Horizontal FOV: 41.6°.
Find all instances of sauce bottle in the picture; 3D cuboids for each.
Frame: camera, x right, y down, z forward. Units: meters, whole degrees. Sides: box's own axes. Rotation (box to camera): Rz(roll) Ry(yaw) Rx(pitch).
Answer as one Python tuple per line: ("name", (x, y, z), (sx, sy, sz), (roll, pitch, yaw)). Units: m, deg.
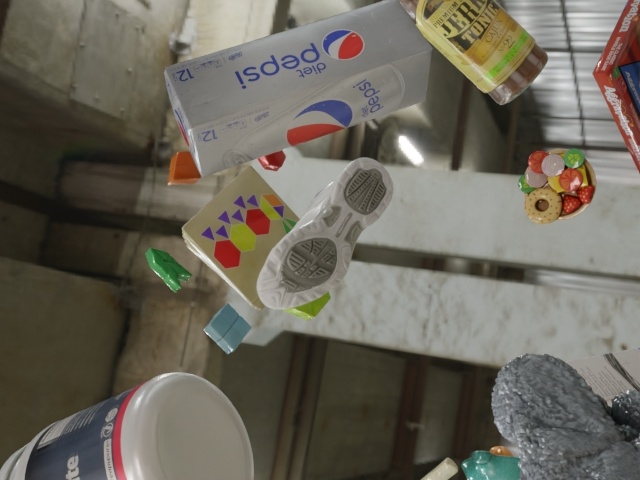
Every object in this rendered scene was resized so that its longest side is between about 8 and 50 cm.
("sauce bottle", (0.182, -0.349, 1.248), (0.111, 0.344, 0.111), (-49, 10, 12))

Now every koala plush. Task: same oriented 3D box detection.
("koala plush", (0.227, 0.234, 0.670), (0.203, 0.196, 0.221), (-59, -28, -65))

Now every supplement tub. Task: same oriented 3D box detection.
("supplement tub", (-0.233, 0.283, 0.993), (0.191, 0.272, 0.191), (40, -144, -37))

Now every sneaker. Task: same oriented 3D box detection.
("sneaker", (0.000, 0.000, 1.083), (0.232, 0.090, 0.115), (-48, 8, -18))

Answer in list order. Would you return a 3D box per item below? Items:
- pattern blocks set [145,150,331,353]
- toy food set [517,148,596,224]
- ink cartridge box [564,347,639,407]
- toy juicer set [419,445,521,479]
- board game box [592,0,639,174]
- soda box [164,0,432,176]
("pattern blocks set", (-0.095, -0.010, 1.142), (0.285, 0.026, 0.325), (54, -136, -2))
("toy food set", (0.262, -0.062, 0.932), (0.020, 0.083, 0.082), (7, -110, -62))
("ink cartridge box", (0.407, 0.238, 1.206), (0.086, 0.203, 0.148), (-118, 32, -45))
("toy juicer set", (0.297, 0.422, 1.512), (0.329, 0.209, 0.089), (19, -122, -24))
("board game box", (0.393, -0.153, 0.966), (0.281, 0.027, 0.145), (45, -114, -41))
("soda box", (-0.022, -0.176, 0.957), (0.091, 0.286, 0.098), (89, 157, -58))
